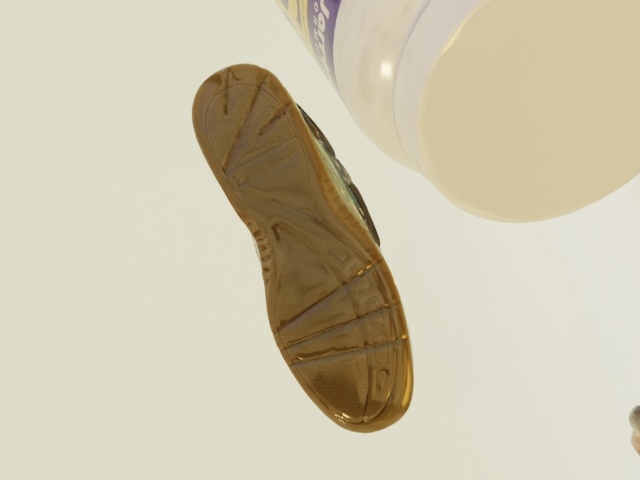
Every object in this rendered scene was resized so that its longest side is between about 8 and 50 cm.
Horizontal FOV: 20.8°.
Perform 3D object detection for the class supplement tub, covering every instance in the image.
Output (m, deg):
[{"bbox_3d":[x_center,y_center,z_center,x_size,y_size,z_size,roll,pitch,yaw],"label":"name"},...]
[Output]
[{"bbox_3d":[0.095,-0.189,1.196,0.241,0.241,0.331,46,-171,-42],"label":"supplement tub"}]

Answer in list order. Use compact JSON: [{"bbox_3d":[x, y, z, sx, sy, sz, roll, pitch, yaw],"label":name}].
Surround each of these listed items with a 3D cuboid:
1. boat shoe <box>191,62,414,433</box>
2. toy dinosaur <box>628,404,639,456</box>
[{"bbox_3d":[0.000,0.000,0.682,0.049,0.056,0.152,-39,-71,-72],"label":"boat shoe"},{"bbox_3d":[0.266,0.068,0.684,0.200,0.295,0.127,29,-144,-11],"label":"toy dinosaur"}]
